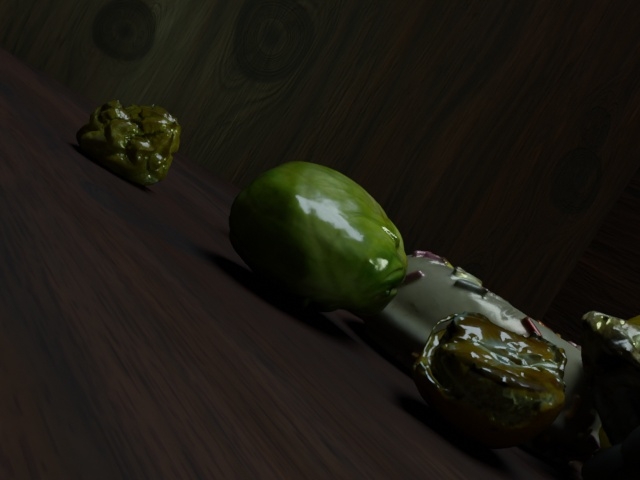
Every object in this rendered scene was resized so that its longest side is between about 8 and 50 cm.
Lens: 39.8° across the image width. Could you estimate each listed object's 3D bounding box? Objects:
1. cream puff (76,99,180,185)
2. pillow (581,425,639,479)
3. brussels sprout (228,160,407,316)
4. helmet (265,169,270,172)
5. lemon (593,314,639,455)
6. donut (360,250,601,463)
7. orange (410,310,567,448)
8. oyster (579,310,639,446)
[{"bbox_3d":[-0.267,-0.149,1.256,0.146,0.116,0.146,33,6,-4],"label":"cream puff"},{"bbox_3d":[0.463,0.267,0.921,0.326,0.228,0.101,28,35,-19],"label":"pillow"},{"bbox_3d":[0.000,0.000,1.018,0.223,0.161,0.223,24,4,-2],"label":"brussels sprout"},{"bbox_3d":[-0.051,-0.012,1.360,0.153,0.107,0.177,30,-18,21],"label":"helmet"},{"bbox_3d":[0.521,0.243,1.317,0.297,0.297,0.297,32,2,-1],"label":"lemon"},{"bbox_3d":[0.226,0.146,1.185,0.383,0.142,0.382,33,3,-2],"label":"donut"},{"bbox_3d":[0.161,0.139,0.851,0.170,0.112,0.160,-7,29,-27],"label":"orange"},{"bbox_3d":[0.385,0.197,1.011,0.341,0.166,0.110,49,43,-12],"label":"oyster"}]
